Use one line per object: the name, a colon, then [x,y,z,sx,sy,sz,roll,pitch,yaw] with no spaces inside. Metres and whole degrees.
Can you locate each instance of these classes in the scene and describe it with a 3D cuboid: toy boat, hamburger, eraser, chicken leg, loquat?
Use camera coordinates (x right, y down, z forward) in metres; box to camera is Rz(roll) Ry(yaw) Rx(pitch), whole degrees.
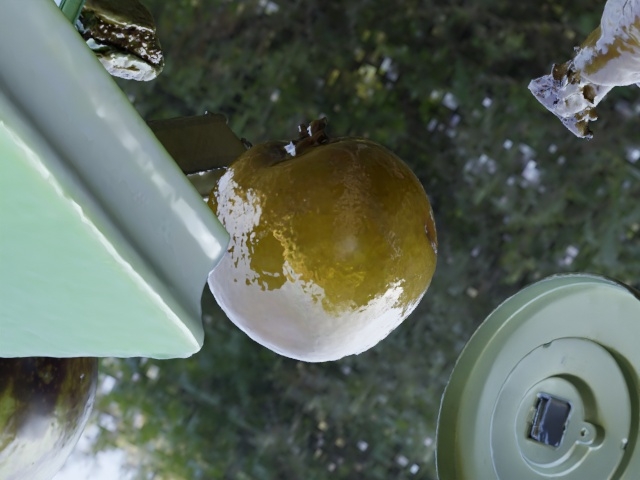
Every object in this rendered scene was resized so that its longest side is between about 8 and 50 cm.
toy boat: [-0.208,-0.042,1.619,0.136,0.162,0.445,47,-156,13]
hamburger: [-0.301,-0.279,2.059,0.183,0.130,0.206,12,-147,-55]
eraser: [-0.191,-0.036,0.809,0.210,0.274,0.092,-2,-121,25]
chicken leg: [0.330,-0.258,1.453,0.182,0.409,0.295,-2,-118,-38]
loquat: [0.000,0.000,1.399,0.208,0.208,0.208,20,-145,-14]

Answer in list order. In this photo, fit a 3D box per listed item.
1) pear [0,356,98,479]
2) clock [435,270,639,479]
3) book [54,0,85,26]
pear: [-0.297,0.079,1.222,0.284,0.283,0.283,20,-145,-14]
clock: [0.178,0.138,1.213,0.029,0.235,0.235,21,-149,-40]
book: [-0.174,-0.112,0.949,0.017,0.135,0.103,21,-174,-28]
